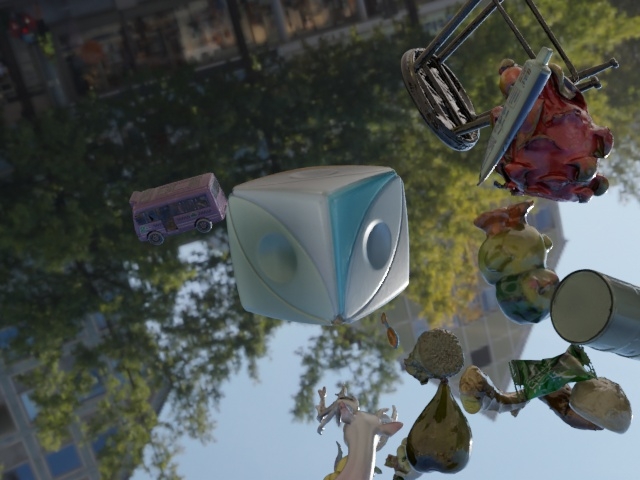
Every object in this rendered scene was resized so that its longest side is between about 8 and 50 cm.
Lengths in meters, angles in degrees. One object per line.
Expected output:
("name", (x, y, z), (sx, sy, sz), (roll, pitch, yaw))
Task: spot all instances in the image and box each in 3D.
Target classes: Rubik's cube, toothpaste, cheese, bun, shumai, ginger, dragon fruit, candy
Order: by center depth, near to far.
("toothpaste", (0.344, -0.221, 1.456), (0.047, 0.268, 0.069), (12, -150, -23))
("shumai", (0.214, 0.232, 1.577), (0.124, 0.098, 0.087), (-9, 156, -40))
("dragon fruit", (0.459, -0.209, 1.650), (0.228, 0.307, 0.243), (-7, -118, 44))
("bun", (0.711, 0.403, 2.043), (0.167, 0.113, 0.173), (27, -174, -19))
("candy", (0.586, 0.336, 2.059), (0.203, 0.078, 0.141), (-19, -159, 10))
("cheese", (0.177, 0.231, 2.062), (0.017, 0.047, 0.111), (-5, -136, -20))
("Rubik's cube", (0.000, 0.000, 2.069), (0.347, 0.351, 0.352), (4, -166, 38))
("ginger", (0.490, 0.429, 2.284), (0.295, 0.131, 0.086), (14, 157, -37))
("ginger", (0.698, 0.454, 2.345), (0.133, 0.107, 0.309), (24, -174, -29))

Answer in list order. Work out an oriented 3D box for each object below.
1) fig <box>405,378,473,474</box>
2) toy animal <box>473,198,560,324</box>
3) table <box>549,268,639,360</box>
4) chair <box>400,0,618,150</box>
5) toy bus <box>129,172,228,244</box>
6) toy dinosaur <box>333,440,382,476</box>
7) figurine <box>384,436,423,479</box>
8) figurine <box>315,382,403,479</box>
("fig", (0.224, 0.372, 1.600), (0.127, 0.184, 0.133), (-18, -175, -35))
("toy animal", (0.543, 0.070, 2.257), (0.216, 0.338, 0.191), (-15, 171, -31))
("table", (0.503, 0.130, 1.359), (0.220, 0.126, 0.126), (16, 178, -33))
("chair", (0.443, -0.453, 2.025), (0.410, 0.364, 0.362), (-31, -177, 32))
("toy bus", (-0.277, -0.065, 1.570), (0.178, 0.098, 0.086), (-15, -149, 11))
("toy dinosaur", (0.067, 0.607, 2.082), (0.167, 0.242, 0.053), (-24, -150, 23))
("figurine", (0.214, 0.583, 2.079), (0.094, 0.197, 0.147), (28, -144, 2))
("figurine", (0.047, 0.458, 1.786), (0.315, 0.206, 0.284), (-53, 180, -21))
